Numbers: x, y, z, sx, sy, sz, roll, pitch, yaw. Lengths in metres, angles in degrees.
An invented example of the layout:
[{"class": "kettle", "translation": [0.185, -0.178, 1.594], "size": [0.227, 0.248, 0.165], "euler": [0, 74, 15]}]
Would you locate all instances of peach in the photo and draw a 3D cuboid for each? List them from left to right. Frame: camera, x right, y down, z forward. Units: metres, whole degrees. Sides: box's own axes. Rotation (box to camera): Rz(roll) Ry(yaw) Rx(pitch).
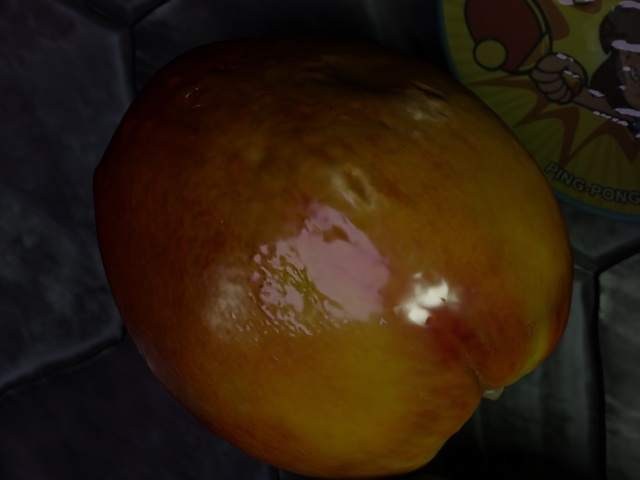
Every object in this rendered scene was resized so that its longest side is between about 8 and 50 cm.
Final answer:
[{"class": "peach", "translation": [0.000, 0.000, 1.041], "size": [0.281, 0.281, 0.238], "euler": [46, 77, -1]}]

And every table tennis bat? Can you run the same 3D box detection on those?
[{"class": "table tennis bat", "translation": [0.155, -0.161, 1.027], "size": [0.215, 0.044, 0.329], "euler": [-12, 108, 27]}]

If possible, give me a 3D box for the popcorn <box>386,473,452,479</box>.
[{"class": "popcorn", "translation": [0.091, 0.286, 1.089], "size": [0.292, 0.334, 0.293], "euler": [2, 87, 58]}]
